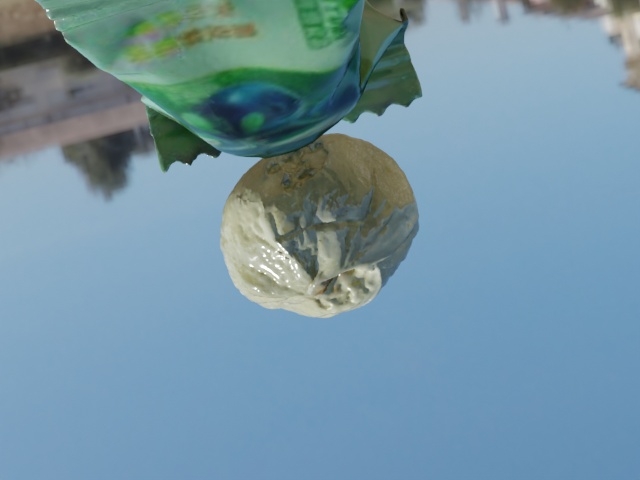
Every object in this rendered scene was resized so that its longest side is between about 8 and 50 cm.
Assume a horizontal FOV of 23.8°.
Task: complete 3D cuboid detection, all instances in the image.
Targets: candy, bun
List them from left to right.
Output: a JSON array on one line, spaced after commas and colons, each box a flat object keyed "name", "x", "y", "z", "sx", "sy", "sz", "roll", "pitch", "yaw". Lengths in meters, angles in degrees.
[{"name": "candy", "x": -0.054, "y": -0.166, "z": 1.216, "sx": 0.263, "sy": 0.172, "sz": 0.398, "roll": -21, "pitch": 175, "yaw": 3}, {"name": "bun", "x": 0.000, "y": 0.000, "z": 1.611, "sx": 0.220, "sy": 0.220, "sz": 0.134, "roll": -15, "pitch": -136, "yaw": -9}]
